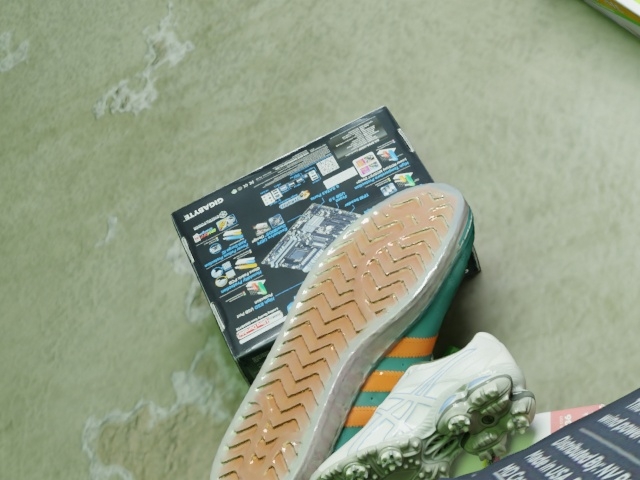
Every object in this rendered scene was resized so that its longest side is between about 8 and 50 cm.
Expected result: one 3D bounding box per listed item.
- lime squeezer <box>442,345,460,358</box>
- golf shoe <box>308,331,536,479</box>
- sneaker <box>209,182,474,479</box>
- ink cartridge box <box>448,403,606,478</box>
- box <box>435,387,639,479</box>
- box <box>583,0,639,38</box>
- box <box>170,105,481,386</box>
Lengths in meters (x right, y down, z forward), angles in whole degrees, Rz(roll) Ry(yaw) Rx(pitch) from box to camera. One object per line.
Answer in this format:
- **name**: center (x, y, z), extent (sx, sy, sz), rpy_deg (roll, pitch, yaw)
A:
- **lime squeezer**: center (0.017, 0.219, 1.035), extent (0.310, 0.059, 0.110), rpy_deg (-42, 19, 17)
- **golf shoe**: center (0.066, 0.130, 0.873), extent (0.176, 0.069, 0.086), rpy_deg (-32, 33, 16)
- **sneaker**: center (0.035, 0.099, 0.966), extent (0.108, 0.121, 0.302), rpy_deg (22, 74, 44)
- **ink cartridge box**: center (0.137, 0.174, 0.903), extent (0.198, 0.115, 0.067), rpy_deg (-15, 61, 33)
- **box**: center (0.331, 0.208, 0.338), extent (0.472, 0.297, 0.479), rpy_deg (-27, 91, -3)
- **box**: center (0.256, -0.231, 0.988), extent (0.114, 0.103, 0.203), rpy_deg (-50, 49, 10)
- **box**: center (0.000, 0.000, 1.074), extent (0.220, 0.051, 0.175), rpy_deg (-27, 53, -2)
